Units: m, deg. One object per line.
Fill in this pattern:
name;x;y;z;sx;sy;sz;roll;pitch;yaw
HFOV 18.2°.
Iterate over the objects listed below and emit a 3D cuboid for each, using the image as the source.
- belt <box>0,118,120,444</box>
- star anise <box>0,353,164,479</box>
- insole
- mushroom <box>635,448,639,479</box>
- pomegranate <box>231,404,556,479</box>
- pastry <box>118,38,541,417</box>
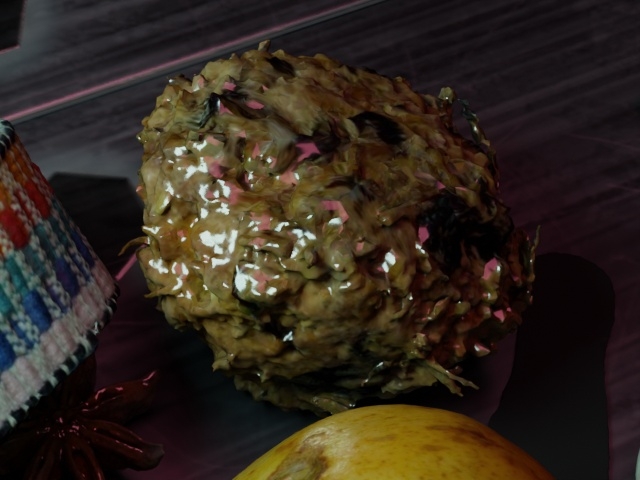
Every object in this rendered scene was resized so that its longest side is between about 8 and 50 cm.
belt;-0.252;0.048;1.074;0.160;0.206;0.295;59;43;-15
star anise;-0.155;0.118;1.191;0.141;0.042;0.141;2;41;-1
insole;0.146;0.108;1.264;0.086;0.005;0.253;14;53;2
mushroom;0.287;0.098;1.244;0.223;0.081;0.092;-34;45;-30
pomegranate;0.038;0.220;1.020;0.264;0.264;0.264;3;52;-4
pastry;0.000;0.000;1.232;0.274;0.193;0.275;15;28;-8
